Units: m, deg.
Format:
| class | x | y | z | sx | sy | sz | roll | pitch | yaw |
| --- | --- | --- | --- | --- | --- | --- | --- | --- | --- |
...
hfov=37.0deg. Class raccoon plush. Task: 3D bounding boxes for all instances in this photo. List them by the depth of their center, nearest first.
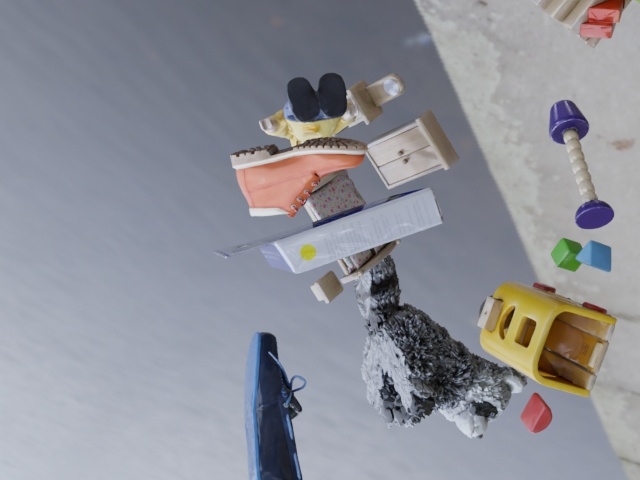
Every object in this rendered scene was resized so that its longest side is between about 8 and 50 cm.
| class | x | y | z | sx | sy | sz | roll | pitch | yaw |
| --- | --- | --- | --- | --- | --- | --- | --- | --- | --- |
| raccoon plush | 0.257 | 0.193 | 1.972 | 0.299 | 0.446 | 0.216 | -9 | -173 | -26 |

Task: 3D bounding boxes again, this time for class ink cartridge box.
| class | x | y | z | sx | sy | sz | roll | pitch | yaw |
| --- | --- | --- | --- | --- | --- | --- | --- | --- | --- |
| ink cartridge box | 0.000 | 0.000 | 1.454 | 0.303 | 0.307 | 0.072 | -175 | 65 | -81 |

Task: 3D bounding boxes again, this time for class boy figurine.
| class | x | y | z | sx | sy | sz | roll | pitch | yaw |
| --- | --- | --- | --- | --- | --- | --- | --- | --- | --- |
| boy figurine | -0.023 | -0.212 | 1.722 | 0.177 | 0.092 | 0.285 | -9 | 168 | -7 |

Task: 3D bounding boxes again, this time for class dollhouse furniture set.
| class | x | y | z | sx | sy | sz | roll | pitch | yaw |
| --- | --- | --- | --- | --- | --- | --- | --- | --- | --- |
| dollhouse furniture set | 0.076 | -0.111 | 1.783 | 0.174 | 0.355 | 0.303 | -21 | 105 | 49 |

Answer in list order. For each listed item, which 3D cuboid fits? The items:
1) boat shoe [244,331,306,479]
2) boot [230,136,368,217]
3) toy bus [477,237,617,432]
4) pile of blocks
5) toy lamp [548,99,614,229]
| class | x | y | z | sx | sy | sz | roll | pitch | yaw |
| --- | --- | --- | --- | --- | --- | --- | --- | --- | --- |
| boat shoe | -0.072 | 0.273 | 1.510 | 0.089 | 0.258 | 0.109 | 3 | 161 | -15 |
| boot | -0.018 | -0.071 | 1.073 | 0.158 | 0.059 | 0.084 | -8 | 101 | 19 |
| toy bus | 0.229 | 0.095 | 1.063 | 0.104 | 0.190 | 0.202 | 18 | 138 | -22 |
| pile of blocks | 0.462 | -0.388 | 1.269 | 0.149 | 0.362 | 0.112 | 52 | -176 | -46 |
| toy lamp | 0.482 | -0.149 | 1.790 | 0.080 | 0.274 | 0.080 | -3 | 146 | -2 |
